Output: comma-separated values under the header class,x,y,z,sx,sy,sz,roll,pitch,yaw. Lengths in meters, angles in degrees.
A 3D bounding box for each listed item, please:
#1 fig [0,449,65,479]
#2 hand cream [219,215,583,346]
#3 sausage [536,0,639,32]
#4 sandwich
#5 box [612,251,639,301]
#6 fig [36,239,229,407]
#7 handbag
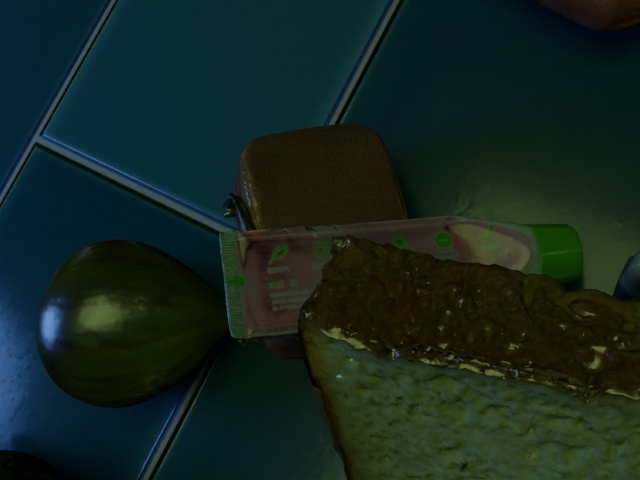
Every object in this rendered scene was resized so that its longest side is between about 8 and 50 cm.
class,x,y,z,sx,sy,sz,roll,pitch,yaw
fig,-0.286,0.255,0.635,0.195,0.195,0.245,-38,31,6
hand cream,0.065,0.024,0.562,0.275,0.050,0.079,-5,43,-10
sausage,0.194,-0.274,0.641,0.259,0.113,0.113,41,91,26
sandwich,0.156,0.130,0.456,0.301,0.271,0.099,6,47,21
box,0.314,0.054,0.474,0.227,0.162,0.130,25,73,24
fig,-0.118,0.075,0.659,0.259,0.151,0.151,2,74,-2
handbag,0.000,0.000,0.616,0.151,0.072,0.193,-5,70,-17
